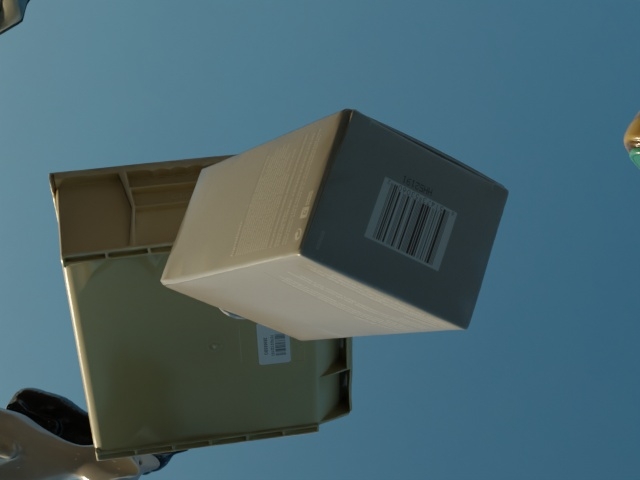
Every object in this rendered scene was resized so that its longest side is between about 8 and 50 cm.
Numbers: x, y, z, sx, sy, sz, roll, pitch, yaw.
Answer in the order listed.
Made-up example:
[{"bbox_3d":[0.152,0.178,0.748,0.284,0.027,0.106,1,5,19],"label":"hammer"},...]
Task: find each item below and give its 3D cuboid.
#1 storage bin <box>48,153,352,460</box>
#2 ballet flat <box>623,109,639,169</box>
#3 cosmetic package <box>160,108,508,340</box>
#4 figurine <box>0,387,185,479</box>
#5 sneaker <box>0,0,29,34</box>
[{"bbox_3d":[-0.106,0.062,1.221,0.261,0.262,0.123,-7,-142,-8],"label":"storage bin"},{"bbox_3d":[0.296,-0.044,0.961,0.080,0.232,0.073,10,-110,36],"label":"ballet flat"},{"bbox_3d":[0.000,0.000,0.856,0.238,0.127,0.107,-6,-117,62],"label":"cosmetic package"},{"bbox_3d":[-0.269,0.231,1.436,0.210,0.215,0.092,7,-88,7],"label":"figurine"},{"bbox_3d":[-0.337,-0.176,0.913,0.331,0.146,0.122,-30,-142,17],"label":"sneaker"}]
